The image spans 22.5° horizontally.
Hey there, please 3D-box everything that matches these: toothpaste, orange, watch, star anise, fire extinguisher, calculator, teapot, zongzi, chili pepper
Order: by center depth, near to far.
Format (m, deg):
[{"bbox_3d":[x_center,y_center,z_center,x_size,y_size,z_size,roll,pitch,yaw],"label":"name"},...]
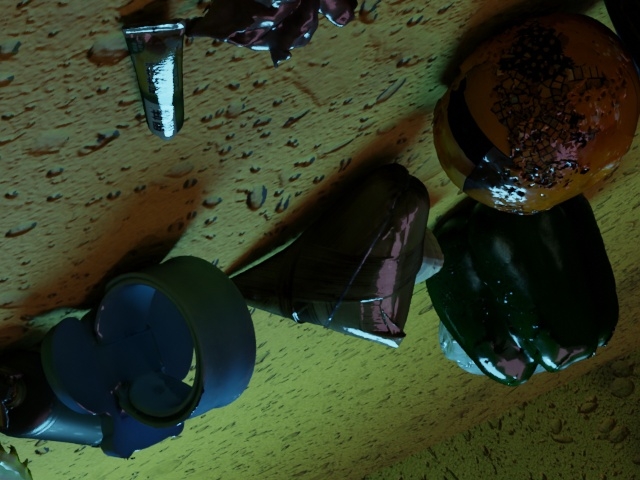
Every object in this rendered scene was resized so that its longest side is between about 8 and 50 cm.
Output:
[{"bbox_3d":[-0.009,-0.199,1.232,0.195,0.065,0.182,-3,148,-51],"label":"star anise"},{"bbox_3d":[-0.129,-0.128,1.295,0.049,0.031,0.204,-7,160,-5],"label":"toothpaste"},{"bbox_3d":[0.347,-0.193,1.677,0.040,0.177,0.268,-28,163,9],"label":"calculator"},{"bbox_3d":[0.230,-0.131,1.679,0.234,0.182,0.234,-37,161,-15],"label":"orange"},{"bbox_3d":[-0.162,0.120,1.710,0.193,0.211,0.211,-20,174,40],"label":"watch"},{"bbox_3d":[-0.311,0.175,1.802,0.311,0.114,0.095,37,73,-75],"label":"fire extinguisher"},{"bbox_3d":[0.000,0.000,1.859,0.112,0.242,0.221,-72,174,-57],"label":"zongzi"},{"bbox_3d":[0.092,0.026,2.027,0.077,0.107,0.200,-29,165,19],"label":"teapot"},{"bbox_3d":[0.285,0.057,2.218,0.248,0.257,0.233,-22,175,-30],"label":"chili pepper"}]

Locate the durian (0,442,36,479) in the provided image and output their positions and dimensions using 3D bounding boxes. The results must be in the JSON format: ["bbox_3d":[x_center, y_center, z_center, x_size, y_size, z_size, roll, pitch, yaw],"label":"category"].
[{"bbox_3d":[-0.449,0.322,1.854,0.158,0.169,0.352,-39,161,30],"label":"durian"}]

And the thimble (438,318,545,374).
[{"bbox_3d":[0.295,0.097,2.426,0.250,0.205,0.172,-30,165,-21],"label":"thimble"}]
